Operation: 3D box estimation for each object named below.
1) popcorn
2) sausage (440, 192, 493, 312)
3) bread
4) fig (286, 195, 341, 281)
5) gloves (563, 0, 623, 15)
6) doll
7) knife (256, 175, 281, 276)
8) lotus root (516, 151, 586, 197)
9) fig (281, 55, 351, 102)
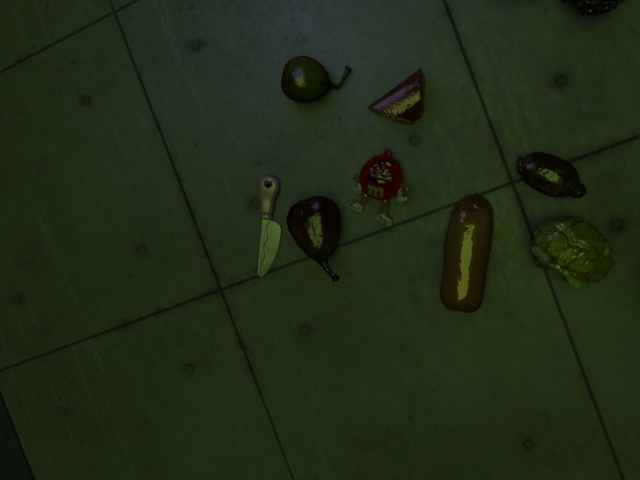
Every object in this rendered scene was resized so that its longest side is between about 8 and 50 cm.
[{"bbox_3d":[0.701,0.028,1.698,0.221,0.204,0.183,37,103,22],"label":"popcorn"},{"bbox_3d":[0.435,0.034,1.805,0.134,0.116,0.353,6,94,23],"label":"sausage"},{"bbox_3d":[0.253,-0.411,1.819,0.192,0.067,0.119,-36,87,14],"label":"bread"},{"bbox_3d":[0.001,0.000,1.876,0.170,0.145,0.274,-22,76,15],"label":"fig"},{"bbox_3d":[0.763,-0.751,1.626,0.210,0.135,0.312,28,102,10],"label":"gloves"},{"bbox_3d":[0.184,-0.167,1.856,0.183,0.085,0.217,25,110,11],"label":"doll"},{"bbox_3d":[-0.167,-0.044,1.984,0.081,0.043,0.335,4,103,6],"label":"knife"},{"bbox_3d":[0.655,-0.184,1.722,0.210,0.120,0.120,28,102,11],"label":"lotus root"},{"bbox_3d":[-0.030,-0.487,1.862,0.142,0.186,0.147,13,90,56],"label":"fig"}]
